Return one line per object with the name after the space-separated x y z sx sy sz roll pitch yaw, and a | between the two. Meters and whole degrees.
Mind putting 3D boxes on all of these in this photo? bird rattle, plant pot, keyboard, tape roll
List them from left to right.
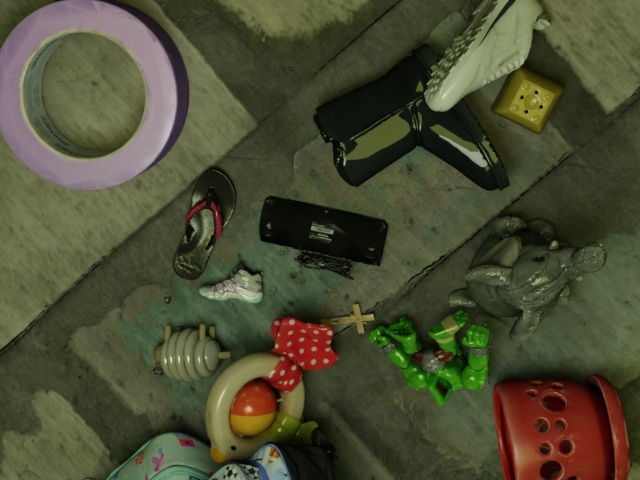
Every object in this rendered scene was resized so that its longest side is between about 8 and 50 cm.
-0.336 -0.216 1.769 0.274 0.090 0.275 1 101 5 | tape roll
-0.072 0.235 1.772 0.206 0.143 0.254 -9 119 -37 | bird rattle
0.000 0.000 1.814 0.192 0.038 0.100 13 79 4 | keyboard
0.297 -0.199 1.711 0.081 0.083 0.081 26 103 -1 | plant pot
0.350 0.291 1.753 0.174 0.191 0.191 -6 101 0 | plant pot

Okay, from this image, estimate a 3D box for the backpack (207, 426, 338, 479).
-0.082 0.437 1.677 0.213 0.277 0.263 11 135 -33 | backpack

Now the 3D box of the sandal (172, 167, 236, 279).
-0.176 -0.020 1.816 0.067 0.040 0.179 21 103 2 | sandal

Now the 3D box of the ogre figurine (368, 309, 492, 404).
0.172 0.173 1.785 0.197 0.097 0.118 -14 117 20 | ogre figurine

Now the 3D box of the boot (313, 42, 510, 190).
0.128 -0.132 1.733 0.207 0.094 0.246 -33 89 7 | boot

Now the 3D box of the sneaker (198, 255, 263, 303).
-0.134 0.057 1.831 0.098 0.038 0.069 4 100 -5 | sneaker

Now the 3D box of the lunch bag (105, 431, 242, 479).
-0.233 0.433 1.846 0.279 0.108 0.224 -43 123 14 | lunch bag

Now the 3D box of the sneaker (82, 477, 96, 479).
-0.426 0.460 1.913 0.064 0.086 0.192 44 102 -4 | sneaker

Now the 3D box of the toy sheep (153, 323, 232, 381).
-0.196 0.172 1.835 0.132 0.091 0.091 -4 101 25 | toy sheep

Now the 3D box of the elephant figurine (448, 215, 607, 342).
0.284 0.053 1.682 0.169 0.239 0.186 15 102 2 | elephant figurine

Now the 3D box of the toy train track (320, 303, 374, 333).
0.042 0.119 1.837 0.083 0.014 0.048 -7 108 13 | toy train track

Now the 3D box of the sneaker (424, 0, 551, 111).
0.234 -0.257 1.667 0.095 0.090 0.235 44 72 -17 | sneaker
